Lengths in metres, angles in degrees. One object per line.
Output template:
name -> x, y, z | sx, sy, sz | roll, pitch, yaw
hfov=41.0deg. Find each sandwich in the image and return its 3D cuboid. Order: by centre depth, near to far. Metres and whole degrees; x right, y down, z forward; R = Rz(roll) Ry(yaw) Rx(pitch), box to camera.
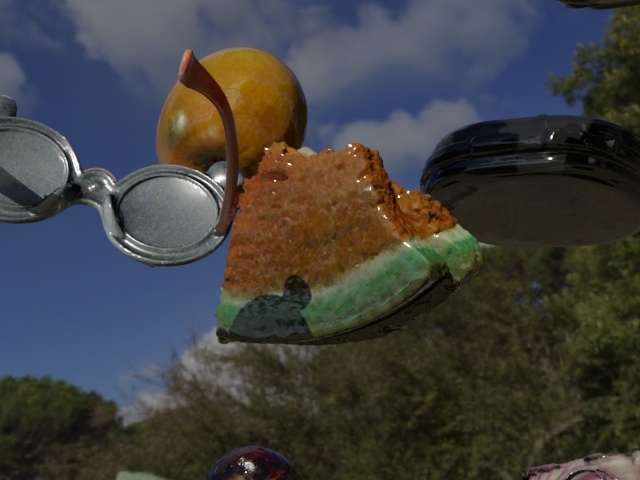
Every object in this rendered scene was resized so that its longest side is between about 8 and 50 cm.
sandwich -> 0.010, 0.010, 0.844 | 0.292, 0.212, 0.109 | 4, 5, 24

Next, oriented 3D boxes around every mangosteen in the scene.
mangosteen -> -0.110, 0.386, 1.236 | 0.184, 0.172, 0.172 | -32, -12, -17

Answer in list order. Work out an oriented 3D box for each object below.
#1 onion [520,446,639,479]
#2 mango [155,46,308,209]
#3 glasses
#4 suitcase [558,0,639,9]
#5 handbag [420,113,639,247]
onion -> 0.341, 0.359, 0.941 | 0.256, 0.230, 0.272 | 14, -38, -21
mango -> -0.112, -0.145, 1.094 | 0.173, 0.211, 0.317 | 24, 12, -8
glasses -> -0.160, -0.096, 0.591 | 0.234, 0.118, 0.268 | 18, -30, -3
suitcase -> 0.317, -0.377, 0.689 | 0.194, 0.351, 0.339 | 8, 0, -42
handbag -> 0.280, -0.075, 1.112 | 0.308, 0.093, 0.254 | -2, -26, 32
